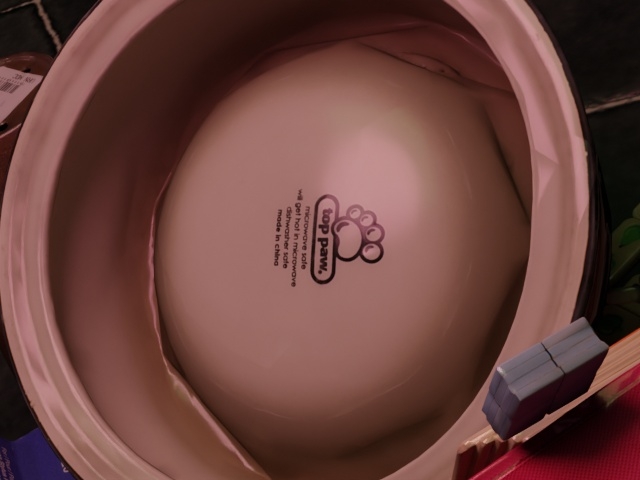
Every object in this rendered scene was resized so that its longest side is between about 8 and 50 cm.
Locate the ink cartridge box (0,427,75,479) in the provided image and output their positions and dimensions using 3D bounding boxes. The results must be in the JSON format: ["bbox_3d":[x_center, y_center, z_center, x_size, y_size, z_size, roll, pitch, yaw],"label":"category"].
[{"bbox_3d":[-0.263,0.236,1.144,0.224,0.045,0.223,-32,39,0],"label":"ink cartridge box"}]

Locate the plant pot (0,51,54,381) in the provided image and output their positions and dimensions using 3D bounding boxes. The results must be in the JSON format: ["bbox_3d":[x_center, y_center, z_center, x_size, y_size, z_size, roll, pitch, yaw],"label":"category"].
[{"bbox_3d":[-0.192,-0.022,1.205,0.215,0.230,0.215,-17,39,14],"label":"plant pot"}]

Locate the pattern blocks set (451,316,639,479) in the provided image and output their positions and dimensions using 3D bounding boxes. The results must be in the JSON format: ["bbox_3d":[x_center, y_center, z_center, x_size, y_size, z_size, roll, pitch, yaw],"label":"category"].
[{"bbox_3d":[0.128,0.097,0.790,0.285,0.325,0.026,-24,65,-27],"label":"pattern blocks set"}]

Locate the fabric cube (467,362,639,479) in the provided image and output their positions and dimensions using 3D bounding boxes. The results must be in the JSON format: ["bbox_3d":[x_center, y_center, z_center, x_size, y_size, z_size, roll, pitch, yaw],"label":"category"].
[{"bbox_3d":[0.214,0.212,0.672,0.254,0.259,0.258,-35,46,-4],"label":"fabric cube"}]

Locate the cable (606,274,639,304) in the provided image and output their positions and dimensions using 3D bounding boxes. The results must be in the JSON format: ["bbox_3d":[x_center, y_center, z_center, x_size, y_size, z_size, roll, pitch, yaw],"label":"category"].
[{"bbox_3d":[0.311,0.036,0.956,0.287,0.072,0.139,-1,33,5],"label":"cable"}]

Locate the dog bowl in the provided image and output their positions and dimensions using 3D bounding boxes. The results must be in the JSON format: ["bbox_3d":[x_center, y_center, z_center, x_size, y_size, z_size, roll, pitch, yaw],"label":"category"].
[{"bbox_3d":[0.000,0.000,1.014,0.408,0.150,0.407,-5,78,26],"label":"dog bowl"}]

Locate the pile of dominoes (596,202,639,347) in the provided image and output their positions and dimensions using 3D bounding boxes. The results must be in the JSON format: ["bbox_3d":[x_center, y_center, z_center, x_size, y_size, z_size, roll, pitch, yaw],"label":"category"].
[{"bbox_3d":[0.261,0.014,1.032,0.251,0.040,0.196,-45,41,-14],"label":"pile of dominoes"}]
